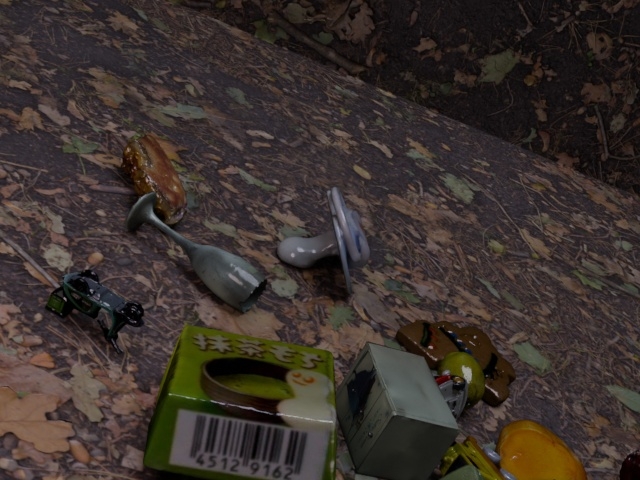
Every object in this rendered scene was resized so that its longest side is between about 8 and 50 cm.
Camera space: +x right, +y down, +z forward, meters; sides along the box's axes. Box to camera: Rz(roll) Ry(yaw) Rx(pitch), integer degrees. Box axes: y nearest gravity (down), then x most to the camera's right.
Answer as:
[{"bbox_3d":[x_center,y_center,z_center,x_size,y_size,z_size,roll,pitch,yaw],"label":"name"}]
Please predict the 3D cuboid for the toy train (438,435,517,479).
[{"bbox_3d":[0.273,0.422,1.888,0.127,0.089,0.219,32,8,-23],"label":"toy train"}]

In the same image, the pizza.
[{"bbox_3d":[-0.373,-0.133,2.312,0.161,0.085,0.305,38,17,-40],"label":"pizza"}]

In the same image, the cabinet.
[{"bbox_3d":[0.131,0.316,1.928,0.150,0.145,0.206,16,28,-25],"label":"cabinet"}]

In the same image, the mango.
[{"bbox_3d":[0.421,0.441,2.017,0.187,0.138,0.257,13,21,6],"label":"mango"}]

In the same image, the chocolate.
[{"bbox_3d":[-0.115,0.265,1.683,0.300,0.137,0.289,12,19,-5],"label":"chocolate"}]

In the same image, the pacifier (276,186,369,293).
[{"bbox_3d":[0.000,0.000,2.393,0.207,0.227,0.279,-15,31,2],"label":"pacifier"}]

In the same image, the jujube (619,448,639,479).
[{"bbox_3d":[0.706,0.541,2.060,0.216,0.216,0.342,21,18,-17],"label":"jujube"}]

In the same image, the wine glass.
[{"bbox_3d":[-0.219,-0.038,2.084,0.309,0.264,0.096,35,32,13],"label":"wine glass"}]

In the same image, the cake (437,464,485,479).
[{"bbox_3d":[0.299,0.505,1.730,0.283,0.172,0.158,27,27,-10],"label":"cake"}]

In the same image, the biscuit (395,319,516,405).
[{"bbox_3d":[0.308,0.254,2.346,0.301,0.043,0.278,19,27,-20],"label":"biscuit"}]

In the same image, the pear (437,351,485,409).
[{"bbox_3d":[0.292,0.295,2.181,0.107,0.107,0.131,19,44,-20],"label":"pear"}]

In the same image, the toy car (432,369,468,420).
[{"bbox_3d":[0.214,0.312,2.088,0.139,0.112,0.112,-10,29,-40],"label":"toy car"}]

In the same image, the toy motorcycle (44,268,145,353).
[{"bbox_3d":[-0.386,0.118,1.817,0.173,0.100,0.058,29,26,6],"label":"toy motorcycle"}]
